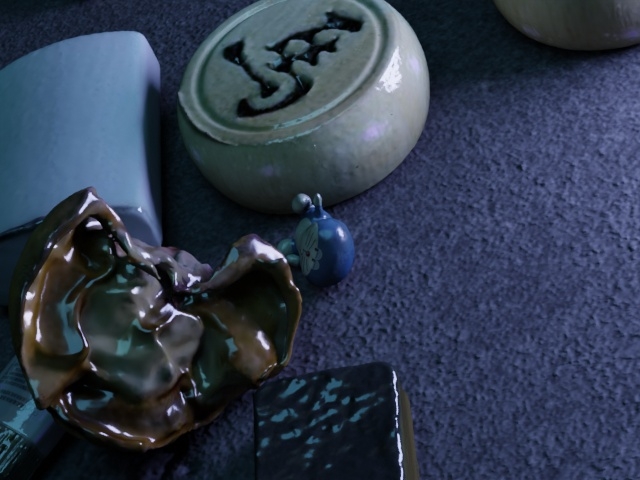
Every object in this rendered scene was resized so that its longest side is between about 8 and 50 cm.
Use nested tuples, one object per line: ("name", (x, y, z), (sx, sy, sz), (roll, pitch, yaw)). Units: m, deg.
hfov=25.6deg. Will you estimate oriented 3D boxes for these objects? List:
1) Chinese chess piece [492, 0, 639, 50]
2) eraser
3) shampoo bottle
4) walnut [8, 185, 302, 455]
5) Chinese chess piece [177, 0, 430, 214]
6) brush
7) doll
("Chinese chess piece", (0.283, -0.301, 1.398), (0.257, 0.104, 0.257), (-12, 44, 12))
("eraser", (-0.253, -0.080, 1.414), (0.189, 0.104, 0.290), (-19, 43, 12))
("shampoo bottle", (-0.233, 0.116, 1.247), (0.086, 0.056, 0.227), (13, 54, 33))
("walnut", (-0.150, 0.078, 1.176), (0.141, 0.238, 0.204), (160, 125, -67))
("Chinese chess piece", (-0.018, -0.141, 1.375), (0.250, 0.101, 0.250), (-13, 45, 13))
("brush", (0.011, 0.184, 1.075), (0.123, 0.059, 0.197), (-13, 44, 9))
("doll", (0.000, 0.000, 1.257), (0.050, 0.076, 0.083), (1, 29, -24))
